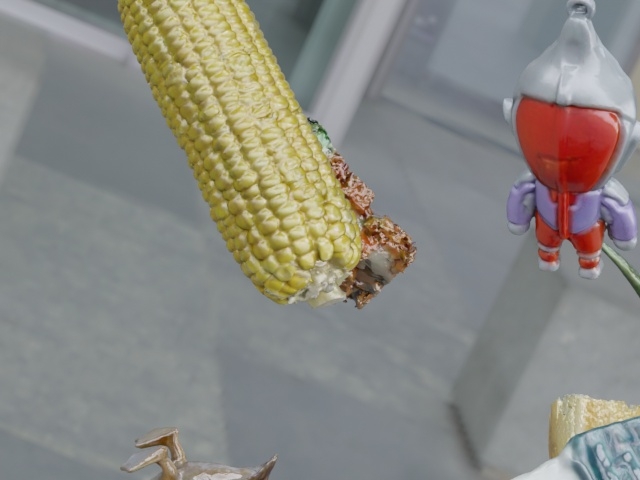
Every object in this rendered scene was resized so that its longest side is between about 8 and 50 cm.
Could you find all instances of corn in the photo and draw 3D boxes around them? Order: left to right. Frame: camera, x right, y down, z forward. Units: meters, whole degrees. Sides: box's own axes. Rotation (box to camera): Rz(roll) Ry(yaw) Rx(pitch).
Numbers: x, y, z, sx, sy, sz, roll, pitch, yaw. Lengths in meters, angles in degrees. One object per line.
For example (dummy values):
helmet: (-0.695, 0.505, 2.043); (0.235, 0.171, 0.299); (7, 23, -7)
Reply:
corn: (-0.048, -0.067, 1.151); (0.238, 0.080, 0.080); (61, 21, 3)

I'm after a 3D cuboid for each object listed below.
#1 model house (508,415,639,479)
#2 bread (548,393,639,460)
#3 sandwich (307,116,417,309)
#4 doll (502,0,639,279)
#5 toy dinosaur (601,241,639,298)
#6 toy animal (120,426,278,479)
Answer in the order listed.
model house: (0.213, 0.223, 1.321); (0.271, 0.301, 0.190); (31, 30, -59)
bread: (0.314, 0.233, 2.229); (0.125, 0.106, 0.082); (19, -21, -19)
sandwich: (-0.011, 0.000, 1.698); (0.159, 0.079, 0.235); (40, -25, -2)
doll: (0.176, -0.070, 1.366); (0.102, 0.227, 0.075); (7, 37, 17)
toy dinosaur: (0.443, 0.168, 2.083); (0.447, 0.087, 0.301); (55, 12, 14)
toy animal: (-0.110, 0.265, 1.880); (0.188, 0.179, 0.089); (-17, 14, 20)
